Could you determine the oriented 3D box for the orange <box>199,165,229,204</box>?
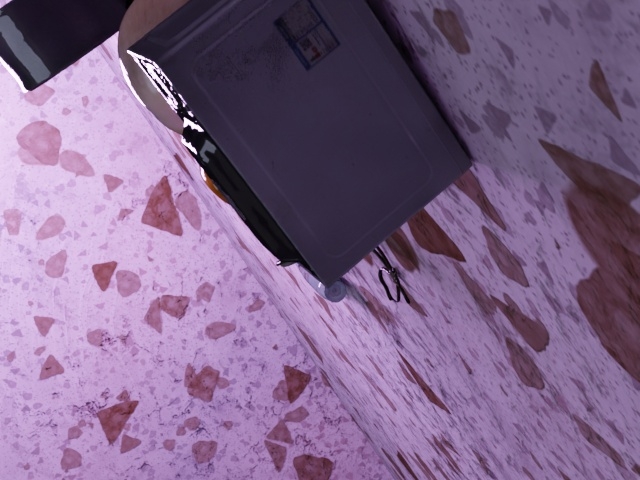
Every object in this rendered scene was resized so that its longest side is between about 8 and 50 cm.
[{"bbox_3d":[-0.178,-0.148,2.271,0.155,0.134,0.154,44,-166,-14],"label":"orange"}]

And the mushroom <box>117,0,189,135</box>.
[{"bbox_3d":[-0.108,-0.244,1.323,0.254,0.234,0.260,-22,140,40],"label":"mushroom"}]

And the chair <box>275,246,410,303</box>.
[{"bbox_3d":[0.000,0.000,1.809,0.325,0.170,0.160,60,169,0],"label":"chair"}]

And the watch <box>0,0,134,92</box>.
[{"bbox_3d":[-0.476,-0.430,2.057,0.314,0.327,0.335,57,171,-18],"label":"watch"}]

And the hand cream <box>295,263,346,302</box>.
[{"bbox_3d":[0.000,0.085,2.466,0.085,0.058,0.331,39,180,-14],"label":"hand cream"}]

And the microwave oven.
[{"bbox_3d":[-0.026,-0.141,1.135,0.295,0.237,0.181,53,173,-24],"label":"microwave oven"}]
